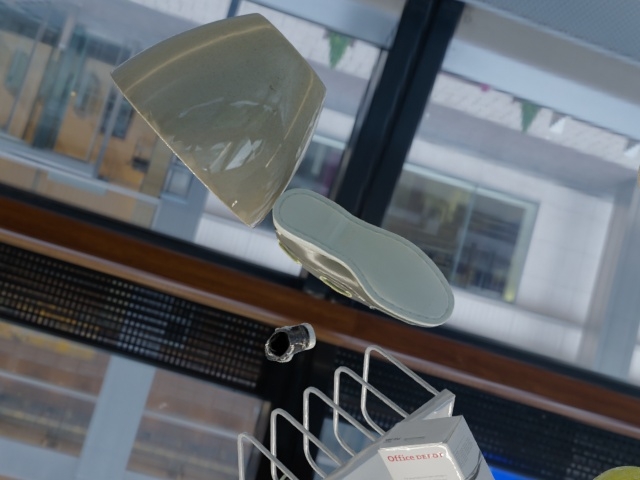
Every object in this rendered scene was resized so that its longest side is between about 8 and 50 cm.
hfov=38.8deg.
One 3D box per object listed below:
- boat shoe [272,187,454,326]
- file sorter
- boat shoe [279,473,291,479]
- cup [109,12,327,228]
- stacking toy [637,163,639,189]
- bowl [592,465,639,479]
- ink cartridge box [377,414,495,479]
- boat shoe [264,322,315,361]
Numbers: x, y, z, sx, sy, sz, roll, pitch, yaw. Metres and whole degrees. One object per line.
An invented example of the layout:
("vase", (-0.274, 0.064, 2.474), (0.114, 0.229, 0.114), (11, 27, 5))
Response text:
("boat shoe", (0.060, 0.035, 1.348), (0.305, 0.109, 0.091), (33, 155, 11))
("file sorter", (0.032, 0.313, 1.329), (0.278, 0.192, 0.173), (-29, -133, -33))
("boat shoe", (-0.073, 0.454, 1.513), (0.042, 0.133, 0.049), (27, 169, 39))
("cup", (-0.131, -0.219, 1.434), (0.331, 0.237, 0.331), (47, -178, -2))
("stacking toy", (0.556, -0.012, 1.222), (0.141, 0.141, 0.330), (7, 151, 49))
("bowl", (0.607, 0.613, 1.823), (0.156, 0.289, 0.289), (-1, -174, -42))
("ink cartridge box", (0.143, 0.276, 1.054), (0.099, 0.135, 0.056), (-16, -163, 39))
("boat shoe", (-0.050, 0.136, 1.190), (0.038, 0.046, 0.125), (-8, 172, -29))
